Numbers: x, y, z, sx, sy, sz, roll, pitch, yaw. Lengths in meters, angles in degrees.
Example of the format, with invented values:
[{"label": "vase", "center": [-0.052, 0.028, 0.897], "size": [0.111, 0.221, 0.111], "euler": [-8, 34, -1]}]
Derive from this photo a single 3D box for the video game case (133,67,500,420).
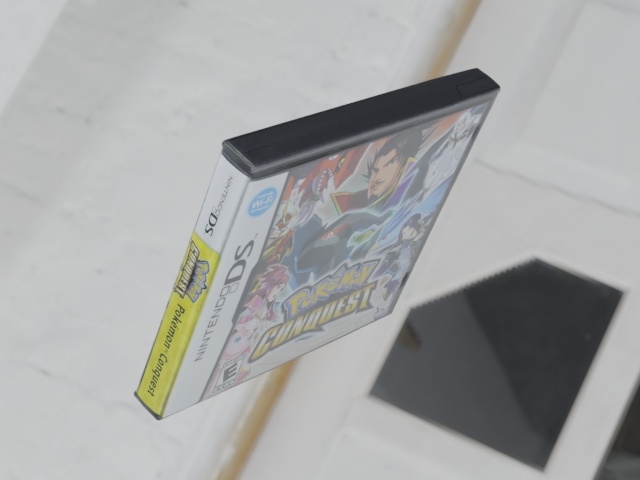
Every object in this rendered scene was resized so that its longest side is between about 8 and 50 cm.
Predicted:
[{"label": "video game case", "center": [0.000, 0.000, 1.102], "size": [0.035, 0.274, 0.248], "euler": [43, 131, 25]}]
